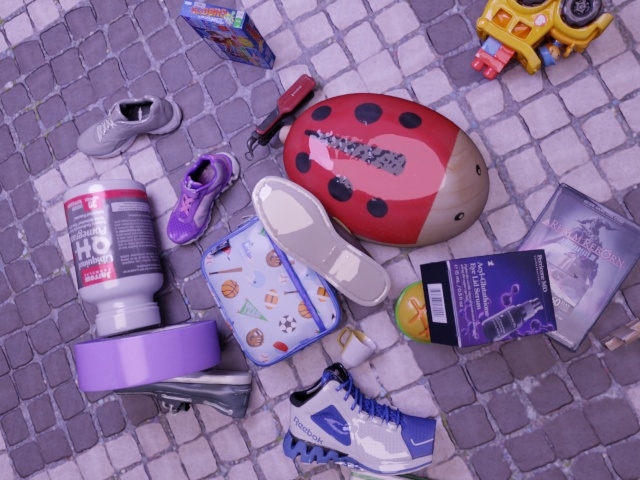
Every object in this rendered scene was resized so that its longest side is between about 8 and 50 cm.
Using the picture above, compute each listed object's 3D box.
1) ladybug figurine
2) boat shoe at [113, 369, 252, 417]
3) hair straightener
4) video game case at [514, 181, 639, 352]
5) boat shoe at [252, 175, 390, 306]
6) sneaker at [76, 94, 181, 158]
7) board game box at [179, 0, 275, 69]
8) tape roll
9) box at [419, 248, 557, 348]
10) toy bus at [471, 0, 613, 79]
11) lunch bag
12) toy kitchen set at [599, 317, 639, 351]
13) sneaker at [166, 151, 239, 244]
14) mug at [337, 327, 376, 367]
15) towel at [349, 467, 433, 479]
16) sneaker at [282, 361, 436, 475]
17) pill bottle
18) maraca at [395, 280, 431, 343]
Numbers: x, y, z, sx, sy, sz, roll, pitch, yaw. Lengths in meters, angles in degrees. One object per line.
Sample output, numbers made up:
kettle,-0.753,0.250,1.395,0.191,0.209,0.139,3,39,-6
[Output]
ladybug figurine,0.115,-0.150,0.990,0.449,0.162,0.305,18,91,12
boat shoe,-0.307,0.336,1.075,0.319,0.116,0.099,-1,83,6
hair straightener,-0.089,-0.255,1.074,0.047,0.089,0.230,33,73,6
video game case,0.487,0.052,0.975,0.196,0.026,0.274,33,95,11
boat shoe,0.000,0.000,0.969,0.324,0.097,0.117,40,93,-4
sneaker,-0.462,-0.273,1.135,0.262,0.121,0.099,-21,82,10
board game box,-0.188,-0.430,1.047,0.136,0.201,0.035,17,90,11
tape roll,-0.345,0.227,1.006,0.274,0.275,0.090,-10,84,11
box,0.304,0.102,0.902,0.206,0.108,0.153,-7,85,-16
toy bus,0.407,-0.399,0.963,0.220,0.149,0.212,35,107,9
lunch bag,-0.098,0.090,1.049,0.243,0.115,0.304,-30,83,6
toy kitchen set,0.590,0.199,0.923,0.083,0.068,0.075,-35,81,8
sneaker,-0.279,-0.099,1.098,0.095,0.104,0.236,33,95,10
mug,0.073,0.228,1.040,0.062,0.078,0.064,29,104,-21
towel,0.157,0.641,1.004,0.247,0.038,0.325,6,88,11
sneaker,0.068,0.343,0.979,0.315,0.127,0.182,-2,98,12
pill bottle,-0.446,0.040,1.087,0.176,0.176,0.319,-14,84,10
maraca,0.237,0.144,0.987,0.185,0.099,0.127,6,92,-12
